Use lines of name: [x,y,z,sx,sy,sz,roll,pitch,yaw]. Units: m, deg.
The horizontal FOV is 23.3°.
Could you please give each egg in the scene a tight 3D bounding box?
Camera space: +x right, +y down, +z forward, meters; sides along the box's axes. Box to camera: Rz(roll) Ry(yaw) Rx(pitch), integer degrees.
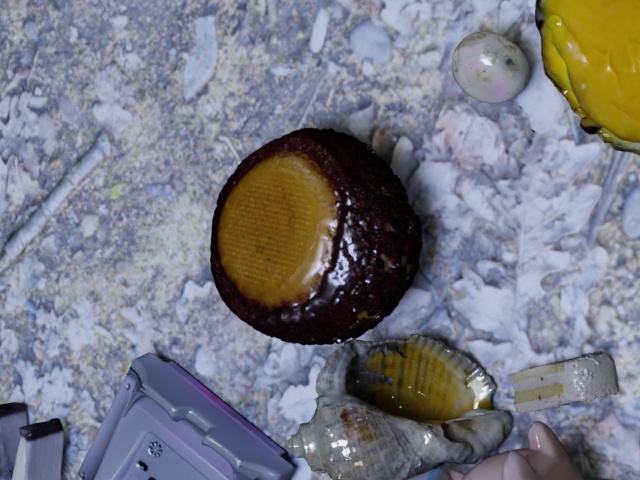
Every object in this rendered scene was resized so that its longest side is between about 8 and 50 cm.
egg: [0.348,-0.223,1.470,0.264,0.174,0.286,5,125,25]

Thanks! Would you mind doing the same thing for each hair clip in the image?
hair clip: [-0.392,0.376,1.987,0.101,0.085,0.330,14,104,29]

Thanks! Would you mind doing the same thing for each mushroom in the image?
mushroom: [0.179,-0.182,1.619,0.084,0.067,0.083,21,141,18]

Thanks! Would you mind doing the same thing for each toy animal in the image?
toy animal: [0.157,0.331,1.579,0.256,0.195,0.213,-27,97,35]

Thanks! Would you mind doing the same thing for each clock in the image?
clock: [-0.166,0.278,1.852,0.253,0.083,0.186,35,112,21]

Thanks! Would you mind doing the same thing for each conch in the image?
conch: [0.083,0.191,1.671,0.245,0.163,0.178,-5,92,-4]

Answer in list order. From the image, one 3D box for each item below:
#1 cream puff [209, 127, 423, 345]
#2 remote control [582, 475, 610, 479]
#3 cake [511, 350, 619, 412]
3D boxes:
cream puff: [0.000,0.000,1.673,0.239,0.165,0.239,-8,77,38]
remote control: [0.371,0.302,1.583,0.310,0.038,0.090,3,98,30]
cake: [0.244,0.151,1.628,0.121,0.065,0.052,-17,85,36]
